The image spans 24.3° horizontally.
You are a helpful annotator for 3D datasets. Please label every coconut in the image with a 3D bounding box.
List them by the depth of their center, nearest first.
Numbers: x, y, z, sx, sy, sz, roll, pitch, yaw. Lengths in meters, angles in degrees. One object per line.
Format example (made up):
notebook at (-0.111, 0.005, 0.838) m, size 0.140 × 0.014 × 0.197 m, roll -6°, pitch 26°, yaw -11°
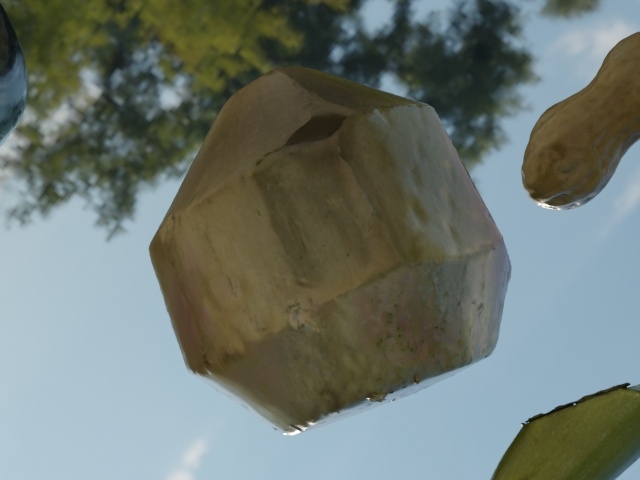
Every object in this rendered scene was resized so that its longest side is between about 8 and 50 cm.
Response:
coconut at (0.000, 0.000, 1.406) m, size 0.352 × 0.352 × 0.352 m, roll -43°, pitch -156°, yaw 25°

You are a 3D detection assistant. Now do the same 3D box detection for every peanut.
peanut at (0.319, -0.141, 1.663) m, size 0.263 × 0.101 × 0.117 m, roll -46°, pitch -133°, yaw -8°

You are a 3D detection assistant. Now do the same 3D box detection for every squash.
squash at (0.167, 0.158, 1.057) m, size 0.200 × 0.075 × 0.090 m, roll -44°, pitch -179°, yaw 10°

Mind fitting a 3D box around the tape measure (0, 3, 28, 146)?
tape measure at (-0.316, -0.130, 0.912) m, size 0.147 × 0.275 × 0.256 m, roll -39°, pitch -115°, yaw 17°
